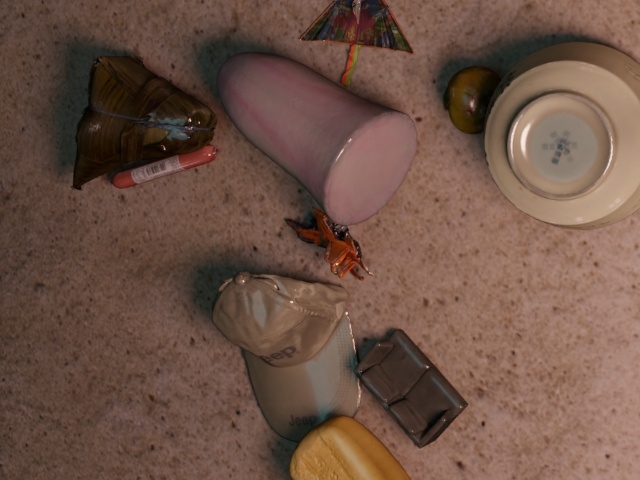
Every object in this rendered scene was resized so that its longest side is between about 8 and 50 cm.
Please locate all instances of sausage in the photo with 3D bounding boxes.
[{"bbox_3d":[-0.243,-0.113,2.063,0.223,0.029,0.029,-14,87,34],"label":"sausage"}]

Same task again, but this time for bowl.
[{"bbox_3d":[0.299,-0.120,1.612,0.238,0.126,0.237,3,100,20],"label":"bowl"}]

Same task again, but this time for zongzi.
[{"bbox_3d":[-0.280,-0.137,2.034,0.221,0.112,0.242,33,112,30],"label":"zongzi"}]

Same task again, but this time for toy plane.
[{"bbox_3d":[0.009,-0.007,1.882,0.062,0.135,0.188,-35,33,-7],"label":"toy plane"}]

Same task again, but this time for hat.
[{"bbox_3d":[-0.059,0.166,1.912,0.214,0.149,0.244,-18,74,34],"label":"hat"}]

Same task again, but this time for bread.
[{"bbox_3d":[0.059,0.346,1.864,0.147,0.098,0.217,-46,69,27],"label":"bread"}]

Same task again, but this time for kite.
[{"bbox_3d":[0.049,-0.292,1.860,0.190,0.010,0.159,11,101,34],"label":"kite"}]

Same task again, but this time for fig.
[{"bbox_3d":[0.192,-0.188,1.740,0.098,0.082,0.084,35,150,43],"label":"fig"}]

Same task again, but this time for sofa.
[{"bbox_3d":[0.120,0.201,1.832,0.147,0.060,0.085,49,118,20],"label":"sofa"}]

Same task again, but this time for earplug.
[{"bbox_3d":[-0.032,-0.167,1.849,0.301,0.172,0.172,36,114,33],"label":"earplug"}]
